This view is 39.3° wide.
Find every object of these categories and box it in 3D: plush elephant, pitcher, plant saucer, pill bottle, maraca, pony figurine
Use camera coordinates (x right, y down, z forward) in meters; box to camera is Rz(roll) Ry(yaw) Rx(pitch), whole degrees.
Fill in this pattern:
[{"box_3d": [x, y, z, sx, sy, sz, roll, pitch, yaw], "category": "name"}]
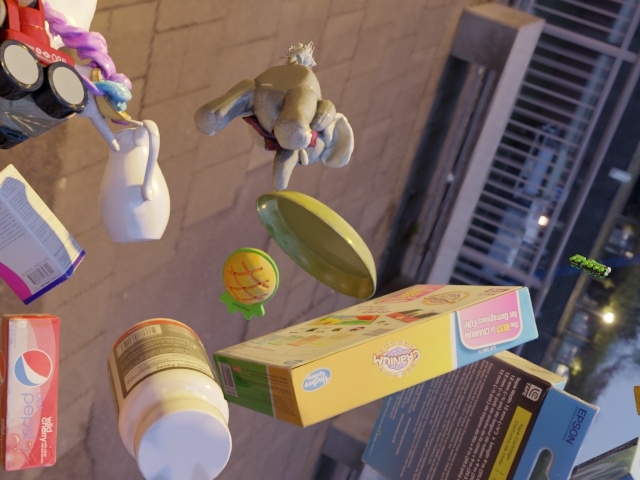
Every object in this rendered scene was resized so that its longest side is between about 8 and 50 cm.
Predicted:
[{"box_3d": [-0.073, -0.238, 1.932, 0.330, 0.272, 0.255, -60, 148, -41], "category": "plush elephant"}, {"box_3d": [-0.323, -0.103, 1.584, 0.125, 0.178, 0.207, -3, 88, -30], "category": "pitcher"}, {"box_3d": [0.000, 0.000, 1.431, 0.037, 0.241, 0.241, -49, 158, -21], "category": "plant saucer"}, {"box_3d": [-0.296, 0.315, 1.749, 0.210, 0.210, 0.363, -70, -156, 14], "category": "pill bottle"}, {"box_3d": [-0.158, 0.096, 1.966, 0.099, 0.127, 0.185, -58, 169, -57], "category": "maraca"}, {"box_3d": [-0.433, -0.304, 1.265, 0.303, 0.363, 0.351, -107, -162, -87], "category": "pony figurine"}]

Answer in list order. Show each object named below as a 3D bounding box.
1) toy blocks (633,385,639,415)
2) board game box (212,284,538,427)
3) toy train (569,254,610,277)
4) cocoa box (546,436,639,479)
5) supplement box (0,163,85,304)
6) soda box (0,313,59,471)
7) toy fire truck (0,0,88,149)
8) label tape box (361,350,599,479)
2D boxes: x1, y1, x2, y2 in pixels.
[{"box_3d": [0.569, 0.299, 1.275, 0.261, 0.191, 0.381, 21, 61, -74], "category": "toy blocks"}, {"box_3d": [0.060, 0.126, 1.076, 0.316, 0.242, 0.064, -16, 95, -25], "category": "board game box"}, {"box_3d": [0.445, 0.042, 1.476, 0.024, 0.083, 0.017, -24, 114, -20], "category": "toy train"}, {"box_3d": [0.543, 0.536, 1.651, 0.228, 0.231, 0.347, -32, 167, 18], "category": "cocoa box"}, {"box_3d": [-0.556, -0.012, 1.647, 0.111, 0.220, 0.114, -30, -161, 16], "category": "supplement box"}, {"box_3d": [-0.513, 0.262, 1.566, 0.092, 0.083, 0.263, 1, 91, -31], "category": "soda box"}, {"box_3d": [-0.351, -0.254, 0.941, 0.217, 0.158, 0.246, 21, 53, -54], "category": "toy fire truck"}, {"box_3d": [0.242, 0.290, 1.312, 0.115, 0.348, 0.249, 17, 95, -42], "category": "label tape box"}]
